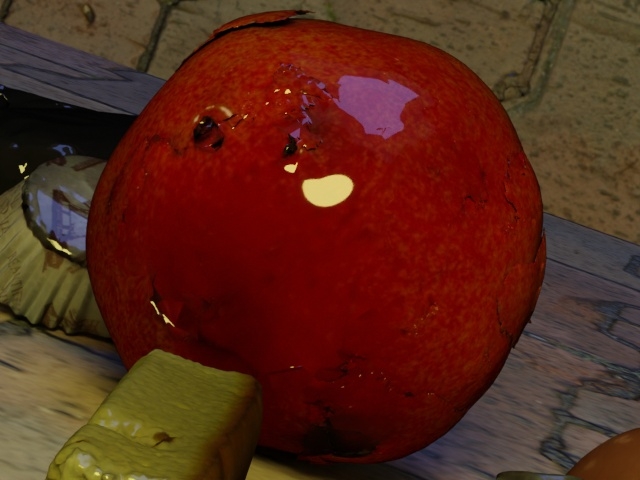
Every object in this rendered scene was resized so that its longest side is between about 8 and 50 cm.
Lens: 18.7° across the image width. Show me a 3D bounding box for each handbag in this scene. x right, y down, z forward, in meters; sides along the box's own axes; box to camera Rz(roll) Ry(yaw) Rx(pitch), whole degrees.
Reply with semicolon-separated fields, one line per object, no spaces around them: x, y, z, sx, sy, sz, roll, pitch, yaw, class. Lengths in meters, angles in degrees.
-0.205;-0.053;1.203;0.244;0.088;0.275;18;11;16;handbag

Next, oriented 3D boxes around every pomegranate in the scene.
0.000;0.000;0.891;0.210;0.210;0.235;19;1;7;pomegranate

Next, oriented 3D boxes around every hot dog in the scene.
-0.060;0.017;1.035;0.253;0.069;0.131;13;38;-22;hot dog

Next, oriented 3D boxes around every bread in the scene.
-0.057;0.090;0.529;0.049;0.088;0.226;20;6;1;bread

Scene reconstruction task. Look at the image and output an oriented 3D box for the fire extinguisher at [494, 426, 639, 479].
0.195;0.122;0.643;0.376;0.113;0.200;14;-31;-26;fire extinguisher
